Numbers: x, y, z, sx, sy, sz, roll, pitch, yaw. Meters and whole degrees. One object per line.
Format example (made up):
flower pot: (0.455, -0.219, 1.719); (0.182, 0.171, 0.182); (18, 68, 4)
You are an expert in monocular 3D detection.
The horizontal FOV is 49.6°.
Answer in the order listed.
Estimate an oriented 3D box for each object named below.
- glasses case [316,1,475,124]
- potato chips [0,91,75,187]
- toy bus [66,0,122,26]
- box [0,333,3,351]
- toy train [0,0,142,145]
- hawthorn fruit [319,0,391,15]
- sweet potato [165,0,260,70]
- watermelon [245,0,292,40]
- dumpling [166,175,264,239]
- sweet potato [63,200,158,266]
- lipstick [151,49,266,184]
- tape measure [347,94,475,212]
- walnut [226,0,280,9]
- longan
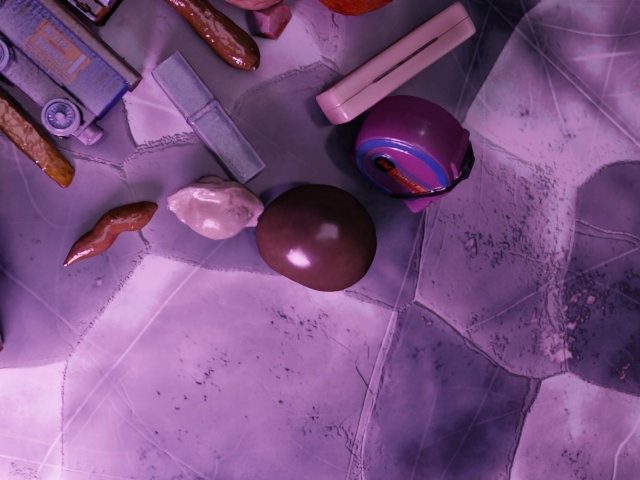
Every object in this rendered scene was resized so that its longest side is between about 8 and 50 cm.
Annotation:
glasses case: (0.153, -0.363, 1.430); (0.336, 0.144, 0.076); (-35, 101, -6)
potato chips: (-0.620, -0.258, 1.302); (0.407, 0.080, 0.057); (45, 75, -14)
toy bus: (-0.379, -0.544, 1.276); (0.138, 0.167, 0.275); (37, 90, -14)
box: (-0.717, 0.124, 1.214); (0.214, 0.283, 0.259); (-7, 98, -11)
toy train: (-0.498, -0.329, 1.292); (0.300, 0.131, 0.202); (43, 84, -14)
hawthorn fruit: (0.061, -0.610, 1.325); (0.287, 0.287, 0.330); (-41, 97, -5)
sweet potato: (-0.226, -0.437, 1.365); (0.273, 0.075, 0.075); (41, 86, -19)
watermelon: (-0.107, -0.457, 1.398); (0.092, 0.072, 0.084); (29, 74, -13)
dumpling: (-0.203, -0.073, 1.389); (0.199, 0.118, 0.136); (12, 136, -27)
sweet potato: (-0.425, -0.020, 1.384); (0.218, 0.051, 0.065); (-33, 105, -8)
lipstick: (-0.222, -0.240, 1.392); (0.077, 0.076, 0.289); (-39, 103, -7)
tape measure: (0.180, -0.180, 1.415); (0.231, 0.245, 0.149); (36, 63, -17)
walnut: (-0.175, -0.544, 1.311); (0.141, 0.204, 0.238); (-34, 81, 28)
longan: (0.000, 0.000, 1.400); (0.246, 0.246, 0.215); (47, 51, -13)
